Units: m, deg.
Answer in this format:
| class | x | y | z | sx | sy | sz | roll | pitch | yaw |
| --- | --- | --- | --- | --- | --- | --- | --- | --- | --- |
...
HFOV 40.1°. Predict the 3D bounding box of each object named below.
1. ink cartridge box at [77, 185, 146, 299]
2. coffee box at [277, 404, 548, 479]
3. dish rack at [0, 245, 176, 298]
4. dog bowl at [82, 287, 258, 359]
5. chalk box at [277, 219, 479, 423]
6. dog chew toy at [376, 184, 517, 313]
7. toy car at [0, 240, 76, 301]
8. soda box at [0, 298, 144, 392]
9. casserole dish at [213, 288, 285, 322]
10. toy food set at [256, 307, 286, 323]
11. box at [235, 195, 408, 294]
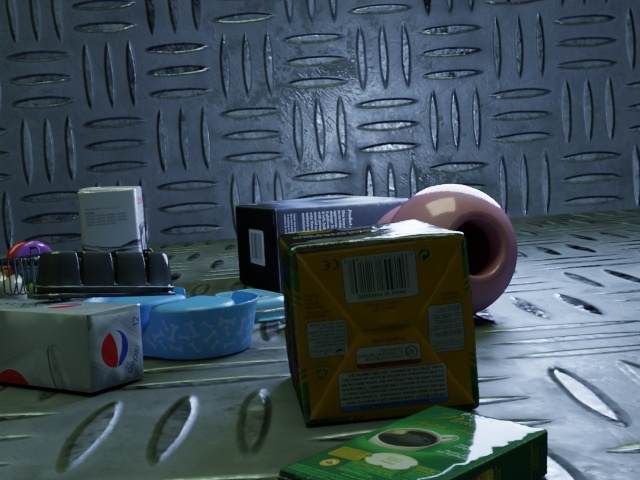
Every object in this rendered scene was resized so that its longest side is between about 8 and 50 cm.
| class | x | y | z | sx | sy | sz | roll | pitch | yaw |
| --- | --- | --- | --- | --- | --- | --- | --- | --- | --- |
| ink cartridge box | -0.358 | 0.023 | 1.540 | 0.100 | 0.237 | 0.172 | -5 | 5 | -9 |
| coffee box | 0.074 | 0.170 | 0.646 | 0.113 | 0.041 | 0.184 | 2 | 8 | 44 |
| dish rack | -0.364 | 0.049 | 1.289 | 0.208 | 0.074 | 0.271 | 3 | -5 | -42 |
| dog bowl | -0.220 | 0.119 | 1.281 | 0.297 | 0.074 | 0.166 | -1 | 6 | 39 |
| chalk box | 0.050 | 0.076 | 0.983 | 0.180 | 0.179 | 0.289 | -5 | 4 | -4 |
| dog chew toy | 0.169 | 0.023 | 1.419 | 0.206 | 0.207 | 0.332 | -6 | -2 | -21 |
| toy car | -0.589 | 0.068 | 1.796 | 0.159 | 0.136 | 0.182 | -8 | 6 | -39 |
| soda box | -0.361 | 0.130 | 1.127 | 0.286 | 0.098 | 0.091 | 0 | 4 | 33 |
| casserole dish | -0.122 | 0.111 | 1.513 | 0.114 | 0.037 | 0.188 | -8 | 7 | -30 |
| toy food set | 0.002 | 0.120 | 1.355 | 0.192 | 0.039 | 0.132 | -7 | -5 | 41 |
| box | 0.000 | 0.000 | 1.865 | 0.293 | 0.183 | 0.296 | -5 | 5 | -22 |
